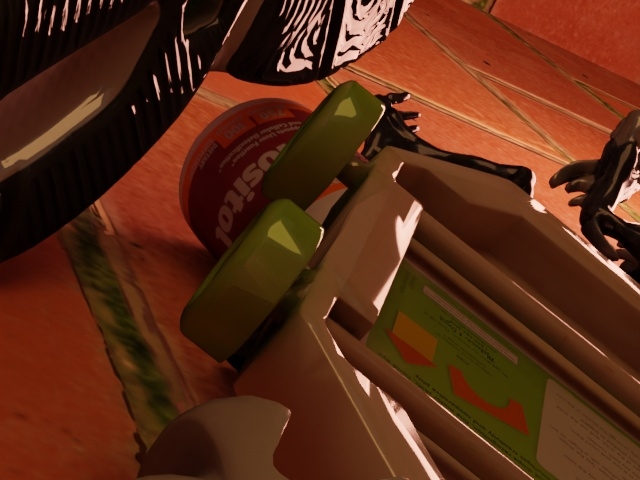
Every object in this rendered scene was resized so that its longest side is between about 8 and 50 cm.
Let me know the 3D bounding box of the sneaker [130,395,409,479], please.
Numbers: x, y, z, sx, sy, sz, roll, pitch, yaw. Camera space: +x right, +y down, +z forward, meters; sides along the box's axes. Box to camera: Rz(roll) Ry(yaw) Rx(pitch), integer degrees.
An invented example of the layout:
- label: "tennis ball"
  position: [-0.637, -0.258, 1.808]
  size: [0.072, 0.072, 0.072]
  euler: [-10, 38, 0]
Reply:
- label: "sneaker"
  position: [0.043, 0.170, 0.276]
  size: [0.330, 0.122, 0.146]
  euler: [35, 34, 21]

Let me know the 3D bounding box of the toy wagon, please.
- label: "toy wagon"
  position: [0.073, 0.083, 0.579]
  size: [0.267, 0.068, 0.344]
  euler: [38, 26, -5]

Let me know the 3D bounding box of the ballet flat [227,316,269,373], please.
- label: "ballet flat"
  position: [0.009, 0.080, 0.653]
  size: [0.057, 0.049, 0.173]
  euler: [48, 6, -35]

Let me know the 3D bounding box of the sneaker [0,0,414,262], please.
- label: "sneaker"
  position: [-0.121, -0.169, 0.797]
  size: [0.257, 0.169, 0.447]
  euler: [27, 37, 22]

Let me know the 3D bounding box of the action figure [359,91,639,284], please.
- label: "action figure"
  position: [0.139, 0.013, 0.863]
  size: [0.276, 0.164, 0.141]
  euler: [27, 41, 29]

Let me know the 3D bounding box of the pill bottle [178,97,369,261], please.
- label: "pill bottle"
  position: [0.000, 0.000, 0.796]
  size: [0.086, 0.086, 0.152]
  euler: [17, 17, -36]
